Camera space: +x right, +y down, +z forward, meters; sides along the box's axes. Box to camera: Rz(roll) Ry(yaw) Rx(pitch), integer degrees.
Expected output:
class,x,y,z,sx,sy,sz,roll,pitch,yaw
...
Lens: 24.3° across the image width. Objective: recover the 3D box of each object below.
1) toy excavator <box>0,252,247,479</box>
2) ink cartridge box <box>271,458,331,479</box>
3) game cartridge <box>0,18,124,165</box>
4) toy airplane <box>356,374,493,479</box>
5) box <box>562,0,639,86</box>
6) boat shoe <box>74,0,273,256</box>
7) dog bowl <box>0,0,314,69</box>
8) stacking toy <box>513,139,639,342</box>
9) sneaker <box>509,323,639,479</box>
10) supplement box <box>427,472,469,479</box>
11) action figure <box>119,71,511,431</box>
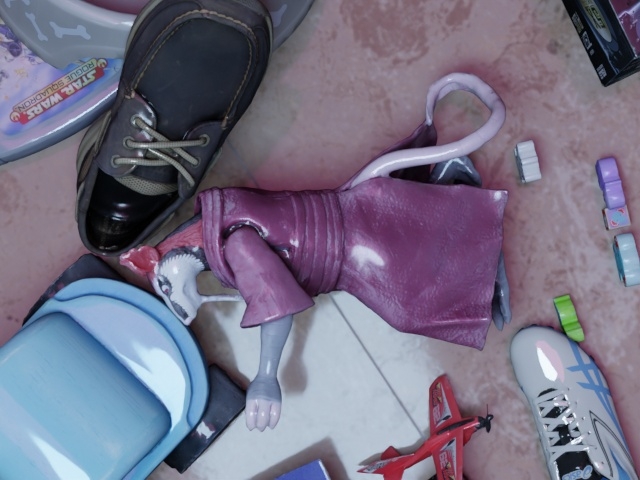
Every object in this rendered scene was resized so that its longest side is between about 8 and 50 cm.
class,x,y,z,sx,sy,sz,roll,pitch,yaw
toy excavator,-0.292,0.217,1.300,0.222,0.445,0.433,44,90,4
ink cartridge box,-0.060,0.408,1.422,0.303,0.072,0.307,-29,89,24
game cartridge,-0.292,-0.201,1.515,0.297,0.062,0.198,-32,82,1
toy airplane,0.105,0.205,1.455,0.151,0.151,0.028,-41,122,0
box,0.287,-0.239,1.424,0.077,0.180,0.147,-25,88,0
boat shoe,-0.137,-0.096,1.363,0.132,0.355,0.130,15,55,-15
dog bowl,-0.162,-0.319,1.437,0.348,0.102,0.349,2,71,-5
stacking toy,0.299,-0.018,1.479,0.167,0.052,0.221,-14,88,2
sneaker,0.251,0.193,1.450,0.085,0.086,0.237,-25,87,23
supplement box,0.090,0.316,1.460,0.188,0.081,0.104,-38,86,0
action figure,0.000,0.000,1.366,0.370,0.248,0.276,0,115,-19
